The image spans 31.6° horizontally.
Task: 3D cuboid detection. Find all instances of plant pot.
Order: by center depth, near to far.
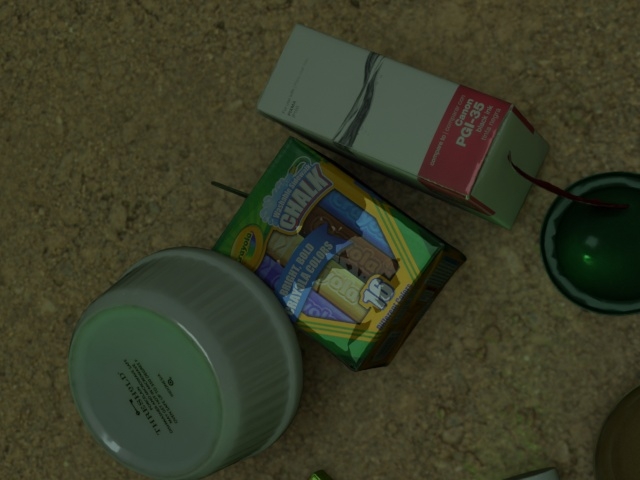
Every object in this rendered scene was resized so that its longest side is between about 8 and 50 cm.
[{"bbox_3d":[0.426,0.248,1.265,0.236,0.032,0.236,4,105,14],"label":"plant pot"}]

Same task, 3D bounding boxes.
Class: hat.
[{"bbox_3d":[0.319,-0.002,1.263,0.209,0.183,0.172,2,87,14],"label":"hat"}]

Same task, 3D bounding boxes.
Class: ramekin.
[{"bbox_3d":[-0.165,0.150,1.293,0.273,0.127,0.272,9,110,25],"label":"ramekin"}]

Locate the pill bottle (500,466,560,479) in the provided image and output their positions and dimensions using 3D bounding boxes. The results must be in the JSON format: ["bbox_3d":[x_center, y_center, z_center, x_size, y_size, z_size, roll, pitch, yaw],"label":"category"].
[{"bbox_3d":[0.259,0.363,1.293,0.108,0.108,0.193,-18,80,14],"label":"pill bottle"}]

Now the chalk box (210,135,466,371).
[{"bbox_3d":[0.000,0.000,1.363,0.289,0.180,0.179,37,96,15],"label":"chalk box"}]

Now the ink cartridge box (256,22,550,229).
[{"bbox_3d":[0.098,-0.131,1.315,0.283,0.207,0.117,26,92,24],"label":"ink cartridge box"}]

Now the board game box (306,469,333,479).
[{"bbox_3d":[0.031,0.380,1.391,0.181,0.043,0.092,43,98,16],"label":"board game box"}]
